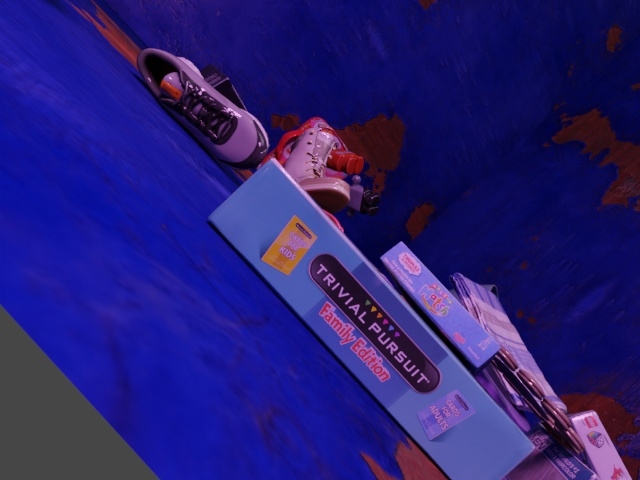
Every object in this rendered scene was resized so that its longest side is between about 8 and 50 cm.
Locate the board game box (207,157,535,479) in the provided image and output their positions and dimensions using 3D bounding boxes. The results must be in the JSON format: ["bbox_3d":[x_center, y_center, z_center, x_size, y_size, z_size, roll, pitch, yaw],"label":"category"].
[{"bbox_3d":[0.046,0.070,0.462,0.336,0.079,0.254,47,3,-4],"label":"board game box"}]

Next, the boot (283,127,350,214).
[{"bbox_3d":[-0.009,-0.126,0.715,0.077,0.165,0.213,36,-23,-32],"label":"boot"}]

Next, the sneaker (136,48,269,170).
[{"bbox_3d":[-0.200,-0.214,0.670,0.271,0.100,0.108,42,11,8],"label":"sneaker"}]

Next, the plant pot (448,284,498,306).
[{"bbox_3d":[0.351,0.253,1.072,0.195,0.291,0.290,3,-24,31],"label":"plant pot"}]

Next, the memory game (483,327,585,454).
[{"bbox_3d":[0.259,0.185,0.518,0.186,0.012,0.186,52,2,-3],"label":"memory game"}]

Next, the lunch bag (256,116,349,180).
[{"bbox_3d":[-0.055,-0.253,1.339,0.258,0.293,0.120,45,8,-47],"label":"lunch bag"}]

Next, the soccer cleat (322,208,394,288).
[{"bbox_3d":[0.026,0.023,0.621,0.248,0.083,0.095,44,-26,5],"label":"soccer cleat"}]

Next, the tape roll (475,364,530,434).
[{"bbox_3d":[0.264,0.233,0.747,0.275,0.090,0.275,48,18,-21],"label":"tape roll"}]

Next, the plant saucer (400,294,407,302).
[{"bbox_3d":[0.222,0.210,0.899,0.200,0.037,0.200,42,29,-30],"label":"plant saucer"}]

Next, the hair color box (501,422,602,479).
[{"bbox_3d":[0.366,0.402,0.450,0.347,0.105,0.174,48,3,12],"label":"hair color box"}]

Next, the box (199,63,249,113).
[{"bbox_3d":[-0.208,-0.263,0.845,0.158,0.093,0.156,51,-8,50],"label":"box"}]

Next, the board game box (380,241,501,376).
[{"bbox_3d":[0.160,0.102,0.539,0.160,0.039,0.211,51,0,28],"label":"board game box"}]

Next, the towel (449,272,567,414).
[{"bbox_3d":[0.371,0.202,0.804,0.209,0.034,0.285,26,35,-37],"label":"towel"}]

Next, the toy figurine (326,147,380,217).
[{"bbox_3d":[0.008,-0.091,0.890,0.148,0.213,0.209,29,-13,39],"label":"toy figurine"}]

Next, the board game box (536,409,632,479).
[{"bbox_3d":[0.517,0.479,0.730,0.193,0.053,0.306,72,2,-61],"label":"board game box"}]
